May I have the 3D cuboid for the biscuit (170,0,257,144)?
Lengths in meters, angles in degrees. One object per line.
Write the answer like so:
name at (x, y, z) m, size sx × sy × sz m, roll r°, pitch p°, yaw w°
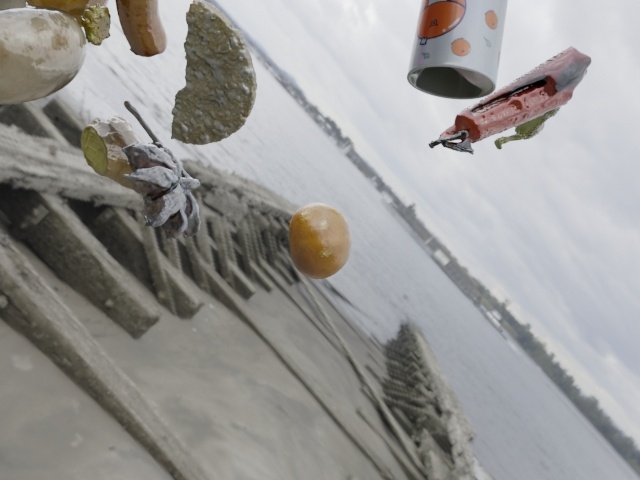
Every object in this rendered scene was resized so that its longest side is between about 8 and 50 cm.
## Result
biscuit at (-0.169, -0.252, 1.112) m, size 0.133 × 0.249 × 0.032 m, roll 22°, pitch 35°, yaw 5°

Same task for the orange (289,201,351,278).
orange at (0.000, 0.000, 1.372) m, size 0.156 × 0.124 × 0.156 m, roll -3°, pitch 90°, yaw -86°

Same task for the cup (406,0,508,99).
cup at (0.339, -0.526, 1.653) m, size 0.213 × 0.317 × 0.212 m, roll 10°, pitch -7°, yaw 1°

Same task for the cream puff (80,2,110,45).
cream puff at (-0.484, -0.463, 1.467) m, size 0.058 × 0.083 × 0.083 m, roll 27°, pitch -23°, yaw 20°

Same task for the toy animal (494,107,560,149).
toy animal at (0.433, -0.262, 1.385) m, size 0.181 × 0.136 × 0.073 m, roll 116°, pitch -41°, yaw -58°

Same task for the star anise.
star anise at (-0.396, -0.155, 1.732) m, size 0.359 × 0.139 × 0.315 m, roll 60°, pitch 8°, yaw -34°

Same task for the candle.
candle at (0.280, -0.200, 1.003) m, size 0.059 × 0.302 × 0.084 m, roll 27°, pitch -41°, yaw 59°

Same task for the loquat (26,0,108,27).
loquat at (-0.621, -0.635, 1.665) m, size 0.238 × 0.238 × 0.193 m, roll 45°, pitch -13°, yaw -20°

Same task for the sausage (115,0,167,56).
sausage at (-0.403, -0.535, 1.535) m, size 0.109 × 0.109 × 0.270 m, roll 50°, pitch -26°, yaw 19°

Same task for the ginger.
ginger at (-0.552, -0.251, 1.965) m, size 0.221 × 0.130 × 0.275 m, roll -7°, pitch 58°, yaw -35°

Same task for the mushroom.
mushroom at (-0.666, -0.434, 1.397) m, size 0.362 × 0.363 × 0.294 m, roll -120°, pitch -150°, yaw -64°
